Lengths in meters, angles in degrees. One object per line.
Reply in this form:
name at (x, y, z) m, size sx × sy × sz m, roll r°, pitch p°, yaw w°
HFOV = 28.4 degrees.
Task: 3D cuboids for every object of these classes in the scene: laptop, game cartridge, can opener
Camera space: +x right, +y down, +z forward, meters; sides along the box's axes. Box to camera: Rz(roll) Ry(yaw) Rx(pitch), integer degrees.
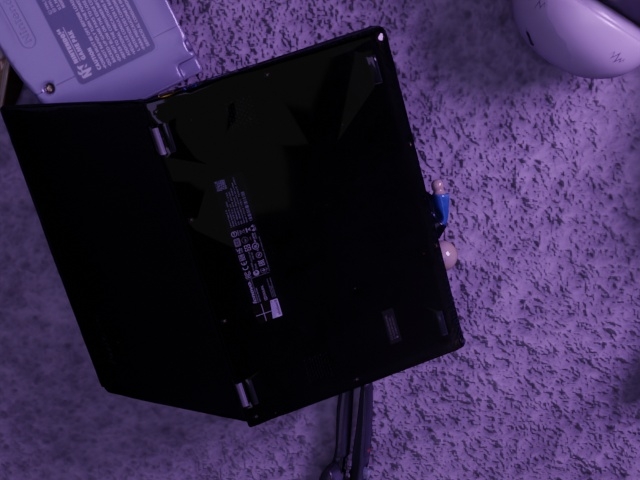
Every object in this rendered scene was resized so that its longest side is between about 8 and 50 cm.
laptop at (-0.102, -0.016, 1.432) m, size 0.408 × 0.236 × 0.382 m, roll -19°, pitch 111°, yaw -8°
game cartridge at (-0.286, -0.284, 1.438) m, size 0.198 × 0.062 × 0.297 m, roll -25°, pitch 104°, yaw 1°
can opener at (0.038, 0.256, 1.554) m, size 0.059 × 0.073 × 0.186 m, roll 13°, pitch 93°, yaw 10°

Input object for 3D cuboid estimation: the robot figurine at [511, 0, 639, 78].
robot figurine at (0.324, -0.309, 1.360) m, size 0.209 × 0.173 × 0.278 m, roll 33°, pitch 102°, yaw 7°

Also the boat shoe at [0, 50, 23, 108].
boat shoe at (-0.375, -0.219, 1.492) m, size 0.045 × 0.050 × 0.135 m, roll 9°, pitch 95°, yaw 9°

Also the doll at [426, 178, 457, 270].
doll at (0.089, -0.035, 1.495) m, size 0.189 × 0.046 × 0.129 m, roll 44°, pitch 112°, yaw -6°
